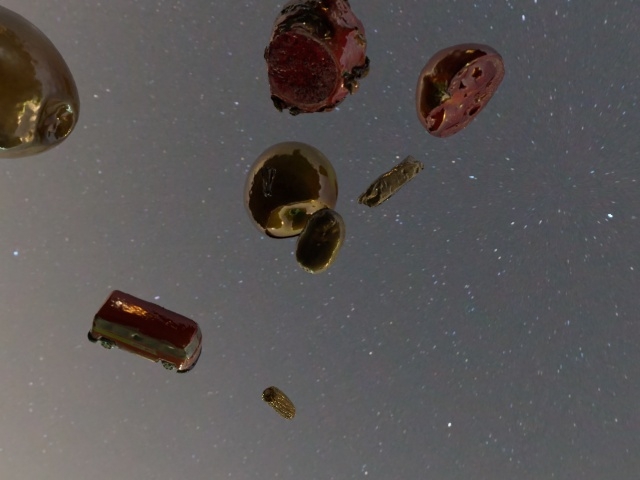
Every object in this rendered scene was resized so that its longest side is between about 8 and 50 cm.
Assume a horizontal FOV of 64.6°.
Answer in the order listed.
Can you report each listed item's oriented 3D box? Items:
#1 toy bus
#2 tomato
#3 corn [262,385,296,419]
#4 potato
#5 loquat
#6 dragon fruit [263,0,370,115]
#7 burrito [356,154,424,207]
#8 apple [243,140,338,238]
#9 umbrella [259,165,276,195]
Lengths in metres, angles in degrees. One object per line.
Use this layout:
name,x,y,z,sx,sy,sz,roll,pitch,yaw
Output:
toy bus,-0.413,0.219,1.227,0.265,0.121,0.120,23,-48,-4
tomato,0.313,-0.373,1.202,0.139,0.200,0.233,57,-46,28
corn,-0.076,0.309,0.958,0.037,0.037,0.092,-9,-47,26
potato,0.000,0.000,1.043,0.092,0.070,0.138,26,-81,2
loquat,-0.412,-0.198,0.615,0.227,0.179,0.179,32,-71,2
dragon fruit,-0.011,-0.344,0.995,0.211,0.147,0.282,18,-44,-4
burrito,0.190,-0.159,1.370,0.063,0.229,0.058,54,-23,-5
apple,-0.069,-0.111,1.174,0.237,0.237,0.207,-45,-144,22
umbrella,-0.096,-0.111,0.924,0.020,0.031,0.083,-34,-142,34
